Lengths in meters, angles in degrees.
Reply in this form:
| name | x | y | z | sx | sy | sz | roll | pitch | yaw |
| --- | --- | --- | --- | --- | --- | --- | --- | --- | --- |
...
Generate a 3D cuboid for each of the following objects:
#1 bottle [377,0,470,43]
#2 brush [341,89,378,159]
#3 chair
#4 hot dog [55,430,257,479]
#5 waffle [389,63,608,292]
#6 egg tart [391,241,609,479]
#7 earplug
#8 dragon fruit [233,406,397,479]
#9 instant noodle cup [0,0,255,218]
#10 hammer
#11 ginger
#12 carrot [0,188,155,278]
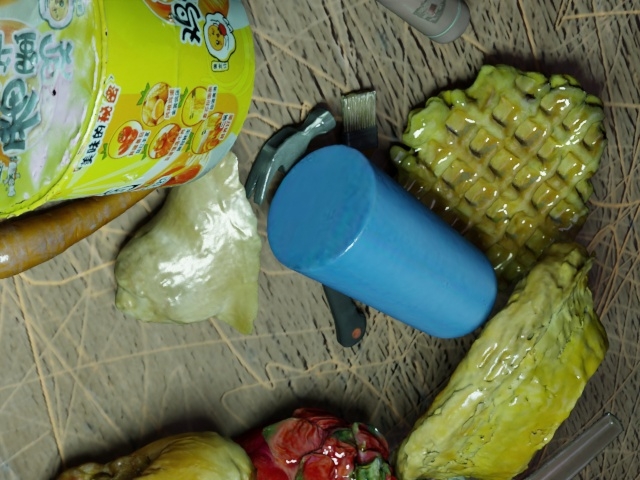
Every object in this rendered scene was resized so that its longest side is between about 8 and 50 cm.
| name | x | y | z | sx | sy | sz | roll | pitch | yaw |
| --- | --- | --- | --- | --- | --- | --- | --- | --- | --- |
| bottle | 0.091 | -0.244 | 1.951 | 0.140 | 0.053 | 0.053 | 29 | 95 | -45 |
| brush | 0.042 | -0.071 | 2.018 | 0.043 | 0.014 | 0.170 | -14 | 112 | -31 |
| chair | 0.183 | 0.314 | 2.258 | 0.326 | 0.183 | 0.175 | -38 | 132 | -17 |
| hot dog | -0.196 | 0.372 | 1.958 | 0.223 | 0.185 | 0.405 | 9 | 117 | 3 |
| waffle | 0.184 | -0.057 | 2.129 | 0.301 | 0.058 | 0.281 | 5 | 114 | -37 |
| egg tart | 0.211 | 0.150 | 2.122 | 0.341 | 0.129 | 0.341 | -54 | 174 | -9 |
| earplug | 0.080 | 0.018 | 1.989 | 0.273 | 0.132 | 0.132 | 32 | 93 | -45 |
| dragon fruit | -0.023 | 0.284 | 2.073 | 0.192 | 0.193 | 0.274 | 1 | 148 | -44 |
| instant noodle cup | -0.194 | -0.145 | 1.652 | 0.200 | 0.264 | 0.264 | 1 | 113 | -48 |
| hammer | 0.000 | 0.000 | 2.032 | 0.111 | 0.033 | 0.287 | -36 | 132 | -18 |
| ginger | -0.135 | -0.004 | 1.872 | 0.123 | 0.115 | 0.193 | -10 | 116 | -24 |
| carrot | -0.227 | -0.019 | 1.834 | 0.216 | 0.048 | 0.048 | -27 | 129 | -31 |
